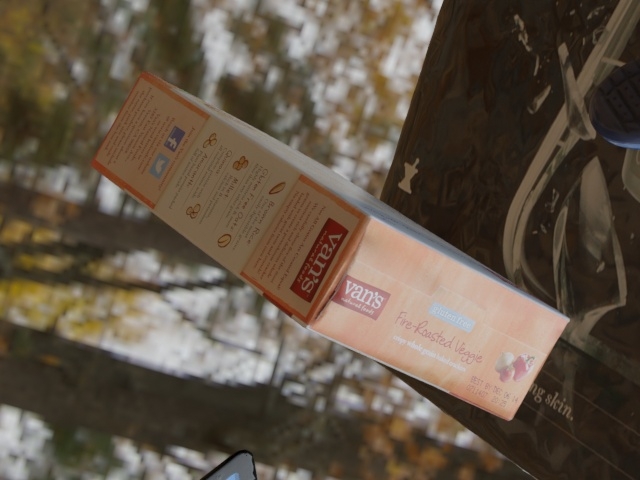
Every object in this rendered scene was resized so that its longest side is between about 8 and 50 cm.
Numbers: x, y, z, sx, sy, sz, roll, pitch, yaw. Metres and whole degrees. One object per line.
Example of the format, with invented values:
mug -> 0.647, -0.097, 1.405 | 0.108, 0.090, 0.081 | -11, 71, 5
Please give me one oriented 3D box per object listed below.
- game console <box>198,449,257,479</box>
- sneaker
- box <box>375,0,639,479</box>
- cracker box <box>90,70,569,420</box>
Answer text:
game console -> -0.048, 0.182, 0.934 | 0.122, 0.107, 0.071 | -35, 164, -37
sneaker -> 0.203, -0.069, 0.975 | 0.059, 0.144, 0.053 | 88, -16, -57
box -> 0.306, -0.047, 1.350 | 0.480, 0.297, 0.472 | 33, -71, 53
cracker box -> 0.000, 0.000, 1.033 | 0.232, 0.156, 0.067 | 33, -85, 51
